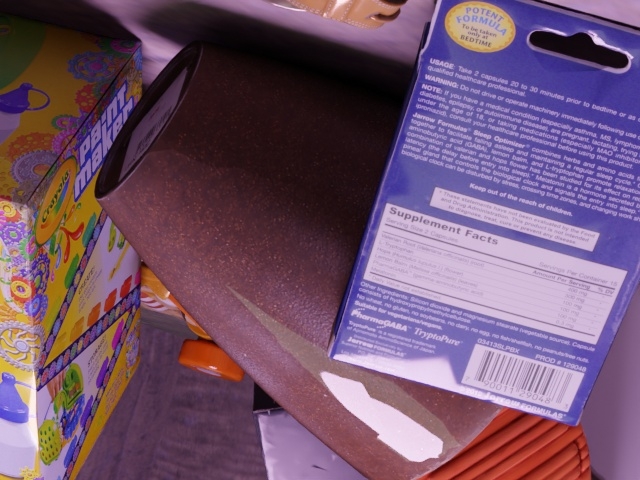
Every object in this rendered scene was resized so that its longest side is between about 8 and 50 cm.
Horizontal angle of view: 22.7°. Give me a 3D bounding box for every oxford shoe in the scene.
[{"bbox_3d":[0.132,0.195,1.163,0.130,0.364,0.133,-27,-163,-9],"label":"oxford shoe"}]

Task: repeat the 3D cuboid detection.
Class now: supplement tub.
[{"bbox_3d":[0.238,0.123,1.297,0.191,0.191,0.272,16,172,-4],"label":"supplement tub"}]

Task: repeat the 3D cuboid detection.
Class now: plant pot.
[{"bbox_3d":[-0.006,-0.008,0.923,0.230,0.215,0.215,33,166,-19],"label":"plant pot"}]

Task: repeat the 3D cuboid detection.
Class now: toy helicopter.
[{"bbox_3d":[-0.211,0.045,1.846,0.355,0.140,0.235,19,170,-7],"label":"toy helicopter"}]

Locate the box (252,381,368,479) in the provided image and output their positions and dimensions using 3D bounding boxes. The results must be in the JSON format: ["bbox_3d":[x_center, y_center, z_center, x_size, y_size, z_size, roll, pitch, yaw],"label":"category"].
[{"bbox_3d":[0.035,0.129,1.481,0.184,0.103,0.261,-11,-160,2],"label":"box"}]

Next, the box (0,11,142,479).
[{"bbox_3d":[-0.278,-0.001,1.016,0.289,0.177,0.279,14,130,10],"label":"box"}]

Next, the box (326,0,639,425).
[{"bbox_3d":[0.095,-0.017,0.770,0.136,0.225,0.036,16,-143,-1],"label":"box"}]

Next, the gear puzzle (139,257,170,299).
[{"bbox_3d":[-0.225,-0.057,1.124,0.338,0.044,0.175,23,132,15],"label":"gear puzzle"}]

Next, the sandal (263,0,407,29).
[{"bbox_3d":[0.006,-0.109,0.650,0.072,0.049,0.180,18,172,-17],"label":"sandal"}]
